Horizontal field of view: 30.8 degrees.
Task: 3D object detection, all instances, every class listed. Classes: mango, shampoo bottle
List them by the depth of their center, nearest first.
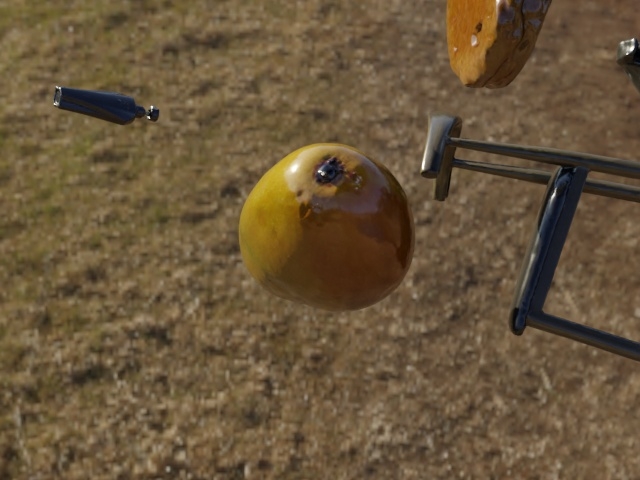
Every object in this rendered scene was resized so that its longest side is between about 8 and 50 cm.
[{"bbox_3d":[0.000,0.000,0.952,0.138,0.253,0.113,34,70,-6],"label":"mango"},{"bbox_3d":[-0.269,-0.170,1.471,0.137,0.027,0.048,8,54,-34],"label":"shampoo bottle"}]

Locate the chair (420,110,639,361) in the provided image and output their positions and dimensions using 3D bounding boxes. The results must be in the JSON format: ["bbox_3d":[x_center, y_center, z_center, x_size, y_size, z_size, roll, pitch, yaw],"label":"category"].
[{"bbox_3d":[0.200,0.003,0.998,0.272,0.166,0.188,18,0,10],"label":"chair"}]

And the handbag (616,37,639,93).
[{"bbox_3d":[0.464,-0.147,1.363,0.191,0.075,0.332,25,0,32],"label":"handbag"}]

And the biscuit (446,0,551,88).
[{"bbox_3d":[0.148,-0.237,0.718,0.052,0.262,0.277,5,-6,-12],"label":"biscuit"}]
